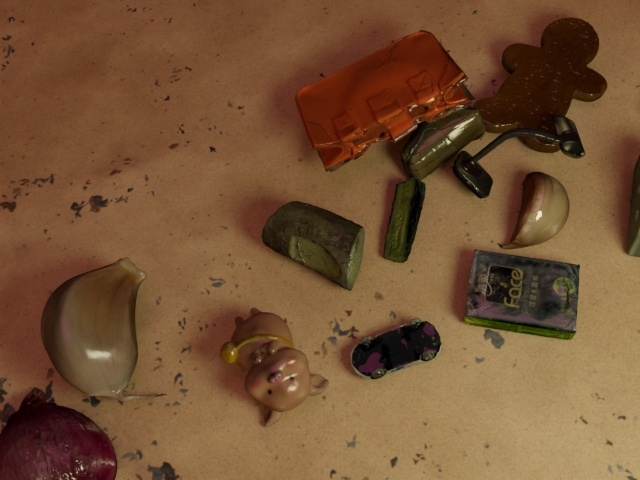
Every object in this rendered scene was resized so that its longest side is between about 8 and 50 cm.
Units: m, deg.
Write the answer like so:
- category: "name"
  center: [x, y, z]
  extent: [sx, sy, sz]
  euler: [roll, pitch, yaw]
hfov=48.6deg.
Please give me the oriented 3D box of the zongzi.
- category: "zongzi"
  center: [0.267, -0.289, 1.826]
  extent: [0.228, 0.115, 0.256]
  euler: [-37, 46, -1]

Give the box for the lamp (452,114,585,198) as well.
- category: "lamp"
  center: [0.469, -0.226, 1.692]
  extent: [0.283, 0.125, 0.203]
  euler: [-24, 18, 30]

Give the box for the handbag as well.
- category: "handbag"
  center: [0.155, -0.359, 1.805]
  extent: [0.409, 0.116, 0.304]
  euler: [-25, 42, 6]

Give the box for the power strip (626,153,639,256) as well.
- category: "power strip"
  center: [0.736, -0.113, 1.576]
  extent: [0.059, 0.194, 0.265]
  euler: [11, 61, 14]

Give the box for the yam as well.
- category: "yam"
  center: [0.000, 0.000, 1.674]
  extent: [0.254, 0.154, 0.154]
  euler: [26, 67, 27]

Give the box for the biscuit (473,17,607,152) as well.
- category: "biscuit"
  center: [0.595, -0.413, 1.854]
  extent: [0.282, 0.064, 0.432]
  euler: [26, 68, 16]

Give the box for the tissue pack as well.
- category: "tissue pack"
  center: [0.444, 0.118, 1.561]
  extent: [0.235, 0.073, 0.174]
  euler: [9, 60, 15]

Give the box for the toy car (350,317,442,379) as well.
- category: "toy car"
  center: [0.164, 0.241, 1.548]
  extent: [0.204, 0.056, 0.095]
  euler: [-21, 58, 2]

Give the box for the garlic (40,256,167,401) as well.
- category: "garlic"
  center: [-0.529, 0.228, 1.638]
  extent: [0.245, 0.231, 0.340]
  euler: [1, 68, -41]

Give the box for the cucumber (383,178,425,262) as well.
- category: "cucumber"
  center: [0.209, -0.042, 1.712]
  extent: [0.078, 0.062, 0.212]
  euler: [-12, 58, 44]

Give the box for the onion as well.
- category: "onion"
  center: [-0.607, 0.443, 1.510]
  extent: [0.267, 0.159, 0.349]
  euler: [-33, 60, -13]

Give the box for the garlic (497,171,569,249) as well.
- category: "garlic"
  center: [0.509, -0.070, 1.639]
  extent: [0.128, 0.115, 0.207]
  euler: [23, 68, 15]

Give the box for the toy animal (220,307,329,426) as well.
- category: "toy animal"
  center: [-0.115, 0.256, 1.542]
  extent: [0.165, 0.149, 0.248]
  euler: [-34, 66, 9]
